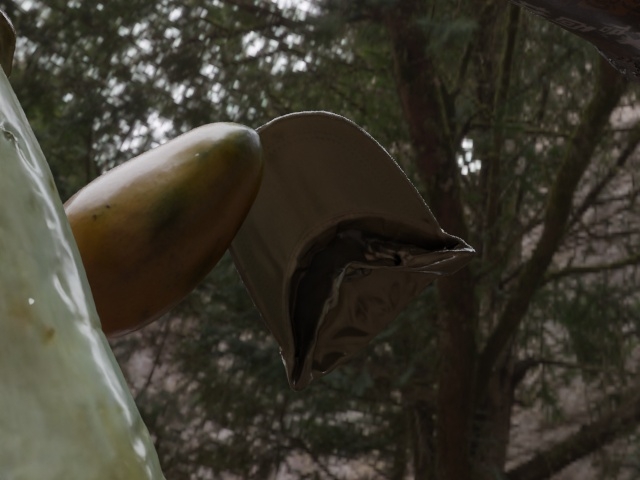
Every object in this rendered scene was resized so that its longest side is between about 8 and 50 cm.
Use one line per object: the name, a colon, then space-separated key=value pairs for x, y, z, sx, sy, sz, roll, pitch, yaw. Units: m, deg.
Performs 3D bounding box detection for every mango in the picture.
mango: x=-0.103 y=-0.006 z=0.663 sx=0.089 sy=0.163 sz=0.111 roll=51 pitch=-24 yaw=7

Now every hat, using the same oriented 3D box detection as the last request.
hat: x=0.000 y=0.000 z=0.797 sx=0.173 sy=0.166 sz=0.144 roll=55 pitch=-13 yaw=3

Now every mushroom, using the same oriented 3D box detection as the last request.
mushroom: x=-0.150 y=0.021 z=0.459 sx=0.107 sy=0.333 sz=0.087 roll=-13 pitch=-23 yaw=-23

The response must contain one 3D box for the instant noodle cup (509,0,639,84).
instant noodle cup: x=0.136 y=-0.198 z=0.524 sx=0.207 sy=0.217 sz=0.217 roll=11 pitch=-40 yaw=-33
